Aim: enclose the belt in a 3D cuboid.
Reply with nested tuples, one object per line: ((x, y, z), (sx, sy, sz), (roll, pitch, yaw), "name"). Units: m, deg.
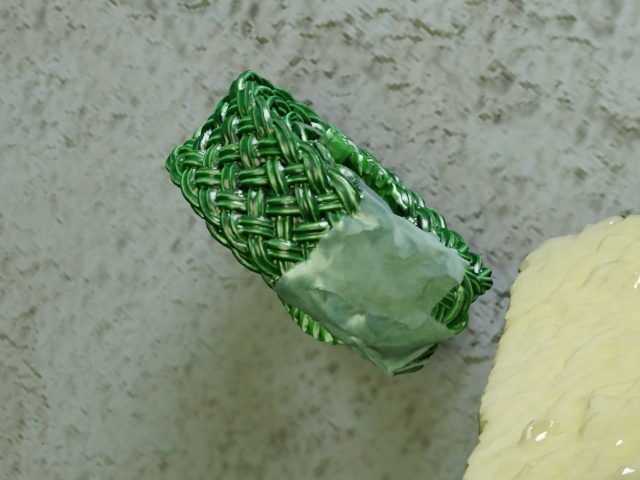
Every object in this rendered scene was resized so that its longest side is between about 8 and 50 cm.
((0.000, 0.000, 0.844), (0.151, 0.121, 0.079), (40, 100, 12), "belt")

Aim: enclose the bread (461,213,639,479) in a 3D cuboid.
((0.230, 0.156, 0.759), (0.346, 0.242, 0.404), (-11, 105, 16), "bread")
